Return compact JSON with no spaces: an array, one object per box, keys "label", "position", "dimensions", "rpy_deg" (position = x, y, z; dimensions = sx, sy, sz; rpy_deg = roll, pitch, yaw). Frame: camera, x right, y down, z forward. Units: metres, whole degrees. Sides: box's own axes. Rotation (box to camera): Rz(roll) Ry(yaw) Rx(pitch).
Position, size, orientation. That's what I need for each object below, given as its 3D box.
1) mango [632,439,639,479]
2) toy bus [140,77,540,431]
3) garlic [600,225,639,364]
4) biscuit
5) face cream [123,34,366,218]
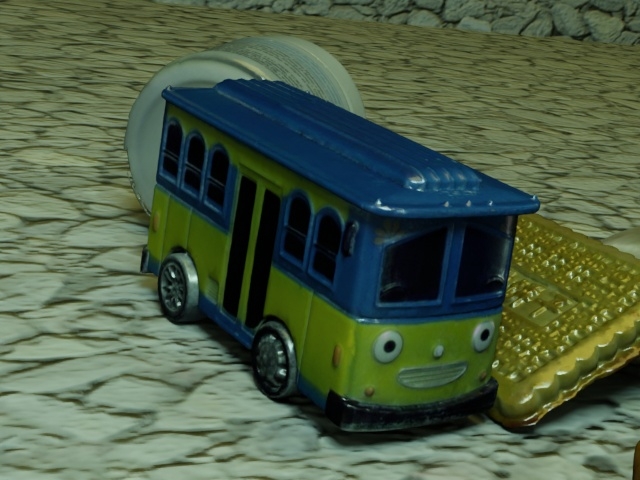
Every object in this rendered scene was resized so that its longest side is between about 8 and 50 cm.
[{"label":"mango","position":[0.266,0.130,0.627],"dimensions":[0.201,0.153,0.287],"rpy_deg":[23,23,37]},{"label":"toy bus","position":[0.000,0.000,0.865],"dimensions":[0.138,0.175,0.287],"rpy_deg":[-3,21,-35]},{"label":"garlic","position":[0.323,0.028,1.000],"dimensions":[0.318,0.112,0.143],"rpy_deg":[-21,16,-17]},{"label":"biscuit","position":[0.131,0.038,0.930],"dimensions":[0.172,0.029,0.254],"rpy_deg":[-30,33,-20]},{"label":"face cream","position":[-0.064,-0.089,1.110],"dimensions":[0.177,0.177,0.153],"rpy_deg":[15,20,19]}]
